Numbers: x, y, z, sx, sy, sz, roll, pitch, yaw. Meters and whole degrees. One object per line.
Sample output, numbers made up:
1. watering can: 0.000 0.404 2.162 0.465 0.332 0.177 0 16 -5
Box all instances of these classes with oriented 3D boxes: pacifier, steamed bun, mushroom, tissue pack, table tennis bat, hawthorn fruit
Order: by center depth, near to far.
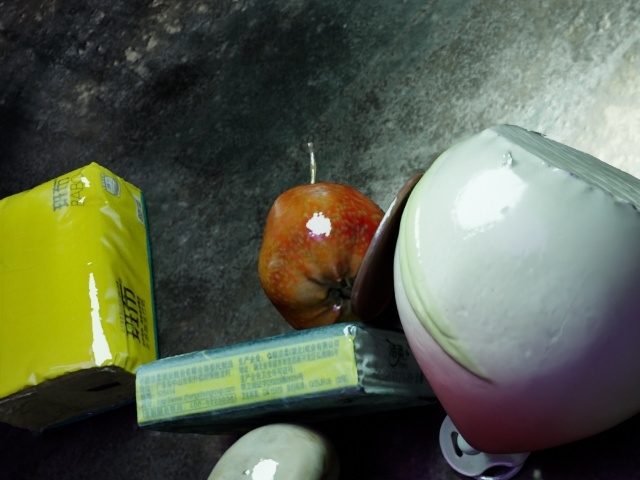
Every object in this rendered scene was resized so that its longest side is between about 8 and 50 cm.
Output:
1. steamed bun: 0.198 0.064 1.636 0.309 0.309 0.309 -14 61 26
2. pacifier: 0.158 0.197 1.722 0.099 0.078 0.081 -19 80 23
3. mushroom: -0.034 0.291 1.734 0.206 0.206 0.209 -41 93 9
4. table tennis bat: 0.080 0.009 1.746 0.021 0.274 0.154 26 91 13
5. tissue pack: -0.033 0.141 1.792 0.257 0.185 0.081 -12 78 27
6. hawthorn fruit: 0.000 0.000 1.879 0.163 0.162 0.203 -37 34 12
7. tissue pack: -0.296 0.067 2.029 0.192 0.134 0.270 -22 58 21
